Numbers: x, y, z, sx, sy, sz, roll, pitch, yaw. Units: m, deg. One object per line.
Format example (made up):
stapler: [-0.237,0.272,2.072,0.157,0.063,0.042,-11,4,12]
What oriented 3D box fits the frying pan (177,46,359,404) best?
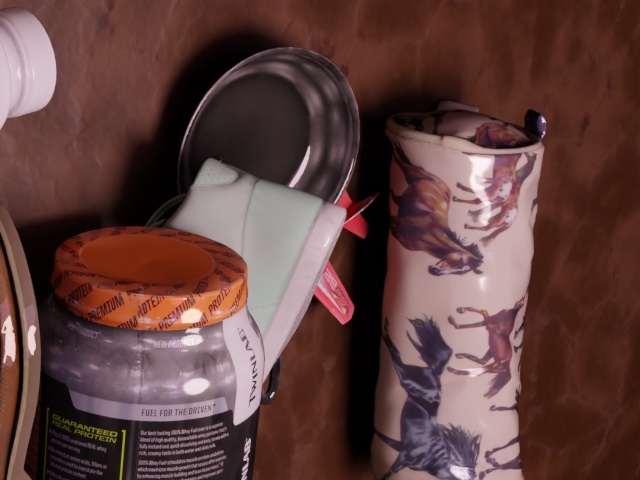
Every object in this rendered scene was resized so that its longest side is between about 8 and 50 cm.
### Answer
frying pan: [-0.034,-0.028,1.521,0.197,0.053,0.326,-35,129,-23]

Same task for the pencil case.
pencil case: [0.134,0.070,1.666,0.183,0.160,0.410,-42,136,-65]

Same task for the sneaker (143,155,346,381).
sneaker: [-0.086,0.036,1.444,0.256,0.151,0.094,-66,176,37]

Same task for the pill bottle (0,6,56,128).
pill bottle: [-0.288,-0.110,1.184,0.193,0.108,0.108,-20,117,-42]

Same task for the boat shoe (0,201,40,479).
boat shoe: [-0.280,0.121,1.271,0.104,0.110,0.307,-5,101,-31]

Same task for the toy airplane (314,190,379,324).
toy airplane: [0.000,0.000,1.594,0.151,0.028,0.151,-2,94,-35]

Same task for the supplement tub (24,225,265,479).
supplement tub: [-0.147,0.161,1.348,0.193,0.193,0.316,-14,119,-44]
